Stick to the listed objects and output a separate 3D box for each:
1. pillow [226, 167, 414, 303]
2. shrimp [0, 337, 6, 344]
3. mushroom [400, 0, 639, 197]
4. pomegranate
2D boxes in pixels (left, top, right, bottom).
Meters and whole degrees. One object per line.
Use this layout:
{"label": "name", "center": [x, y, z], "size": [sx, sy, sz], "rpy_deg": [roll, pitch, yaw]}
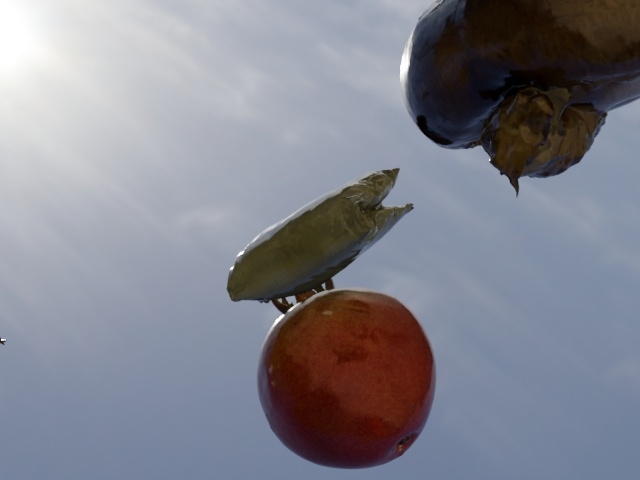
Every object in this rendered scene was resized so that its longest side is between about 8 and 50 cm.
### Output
{"label": "pillow", "center": [0.000, 0.000, 1.530], "size": [0.078, 0.181, 0.134], "rpy_deg": [59, -156, 0]}
{"label": "shrimp", "center": [-0.404, 0.109, 1.615], "size": [0.041, 0.180, 0.099], "rpy_deg": [54, -140, -41]}
{"label": "mushroom", "center": [0.191, -0.156, 1.212], "size": [0.278, 0.297, 0.163], "rpy_deg": [-37, -80, -45]}
{"label": "pomegranate", "center": [0.022, 0.149, 1.844], "size": [0.221, 0.221, 0.257], "rpy_deg": [1, -131, -42]}
